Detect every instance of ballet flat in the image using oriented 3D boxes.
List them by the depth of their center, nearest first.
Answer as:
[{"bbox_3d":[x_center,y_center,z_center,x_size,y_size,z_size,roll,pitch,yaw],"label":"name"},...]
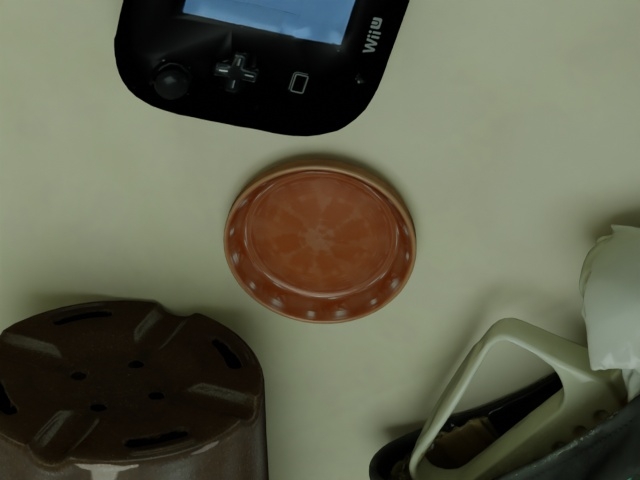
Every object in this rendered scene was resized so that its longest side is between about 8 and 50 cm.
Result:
[{"bbox_3d":[0.124,0.059,0.627,0.096,0.095,0.280,43,119,-9],"label":"ballet flat"}]

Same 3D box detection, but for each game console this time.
[{"bbox_3d":[0.028,-0.185,0.490,0.213,0.044,0.361,16,126,-6],"label":"game console"}]

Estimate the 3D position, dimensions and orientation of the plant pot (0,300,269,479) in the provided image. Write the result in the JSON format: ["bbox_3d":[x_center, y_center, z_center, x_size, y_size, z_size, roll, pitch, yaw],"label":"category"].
[{"bbox_3d":[-0.091,0.126,0.658,0.167,0.167,0.165,4,118,2],"label":"plant pot"}]

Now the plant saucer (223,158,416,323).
[{"bbox_3d":[0.000,0.000,0.641,0.083,0.013,0.083,3,125,4],"label":"plant saucer"}]
